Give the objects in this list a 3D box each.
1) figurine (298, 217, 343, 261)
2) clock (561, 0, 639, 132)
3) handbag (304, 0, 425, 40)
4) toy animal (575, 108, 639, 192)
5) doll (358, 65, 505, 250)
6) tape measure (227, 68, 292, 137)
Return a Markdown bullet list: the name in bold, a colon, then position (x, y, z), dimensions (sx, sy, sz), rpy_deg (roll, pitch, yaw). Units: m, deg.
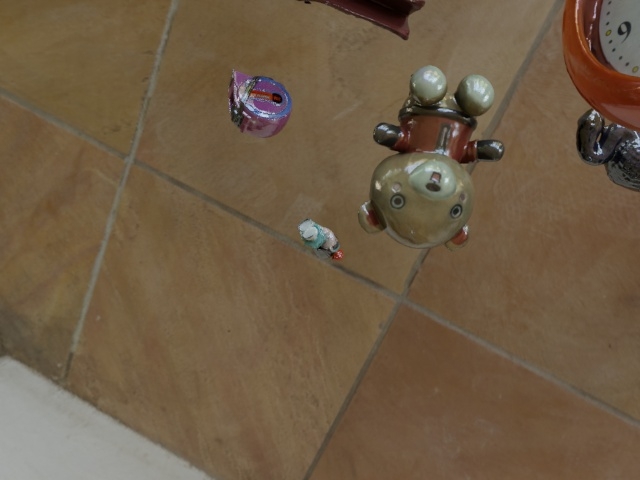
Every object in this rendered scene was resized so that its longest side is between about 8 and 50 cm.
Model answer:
- **figurine**: position (0.000, 0.000, 0.941), dimensions (0.060, 0.106, 0.047), rpy_deg (40, 91, 28)
- **clock**: position (0.218, -0.149, 0.298), dimensions (0.051, 0.205, 0.205), rpy_deg (21, 116, -28)
- **handbag**: position (0.035, -0.475, 1.077), dimensions (0.260, 0.275, 0.084), rpy_deg (8, 120, -26)
- **toy animal**: position (0.597, -0.165, 1.035), dimensions (0.298, 0.122, 0.185), rpy_deg (32, 97, -18)
- **doll**: position (0.198, -0.148, 1.081), dimensions (0.235, 0.174, 0.329), rpy_deg (12, 92, -10)
- **tape measure**: position (-0.115, -0.259, 1.106), dimensions (0.118, 0.125, 0.074), rpy_deg (7, 153, -20)
